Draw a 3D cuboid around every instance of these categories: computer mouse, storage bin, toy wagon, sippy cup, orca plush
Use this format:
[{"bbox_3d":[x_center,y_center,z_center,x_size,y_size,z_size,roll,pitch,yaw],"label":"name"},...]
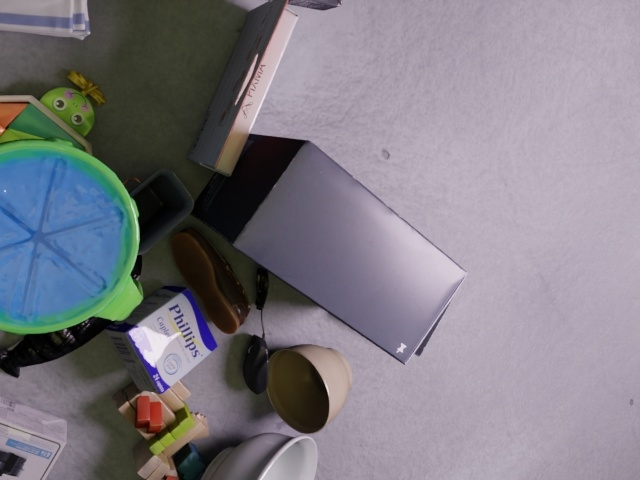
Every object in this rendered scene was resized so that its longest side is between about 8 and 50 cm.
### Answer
[{"bbox_3d":[-0.118,0.166,1.140,0.041,0.071,0.242,0,100,-14],"label":"computer mouse"},{"bbox_3d":[-0.289,-0.050,0.996,0.135,0.091,0.098,-47,117,-28],"label":"storage bin"},{"bbox_3d":[-0.452,-0.112,0.930,0.267,0.068,0.344,43,80,-29],"label":"toy wagon"},{"bbox_3d":[-0.378,-0.021,0.822,0.240,0.224,0.305,-15,107,-25],"label":"sippy cup"},{"bbox_3d":[-0.401,0.116,0.993,0.287,0.102,0.151,-29,110,-14],"label":"orca plush"}]

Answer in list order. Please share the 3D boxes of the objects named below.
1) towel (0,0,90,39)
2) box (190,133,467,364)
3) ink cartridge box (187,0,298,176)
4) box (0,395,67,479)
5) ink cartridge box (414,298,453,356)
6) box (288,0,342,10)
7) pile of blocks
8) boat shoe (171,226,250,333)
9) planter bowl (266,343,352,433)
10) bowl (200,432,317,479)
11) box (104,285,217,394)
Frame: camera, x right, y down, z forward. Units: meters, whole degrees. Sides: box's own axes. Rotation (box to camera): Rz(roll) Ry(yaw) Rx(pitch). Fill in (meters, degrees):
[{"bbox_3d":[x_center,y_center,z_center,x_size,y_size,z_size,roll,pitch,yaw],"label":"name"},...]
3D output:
[{"bbox_3d":[-0.433,-0.438,0.885,0.209,0.034,0.285,2,99,-8],"label":"towel"},{"bbox_3d":[0.000,0.000,1.018,0.343,0.312,0.179,37,87,-25],"label":"box"},{"bbox_3d":[-0.110,-0.233,0.964,0.060,0.239,0.275,23,92,-25],"label":"ink cartridge box"},{"bbox_3d":[-0.553,0.402,1.000,0.169,0.087,0.290,32,88,-24],"label":"box"},{"bbox_3d":[0.168,0.101,1.256,0.206,0.045,0.208,29,88,-24],"label":"ink cartridge box"},{"bbox_3d":[-0.141,-0.552,0.963,0.395,0.097,0.318,3,103,-22],"label":"box"},{"bbox_3d":[-0.255,0.400,1.108,0.149,0.112,0.362,-14,106,-19],"label":"pile of blocks"},{"bbox_3d":[-0.187,0.062,1.094,0.073,0.073,0.207,-53,127,-50],"label":"boat shoe"},{"bbox_3d":[-0.009,0.263,1.169,0.109,0.162,0.162,-16,109,-47],"label":"planter bowl"},{"bbox_3d":[-0.135,0.467,1.127,0.298,0.134,0.297,-45,145,-46],"label":"bowl"},{"bbox_3d":[-0.263,0.163,1.049,0.137,0.072,0.126,-40,116,-41],"label":"box"}]
